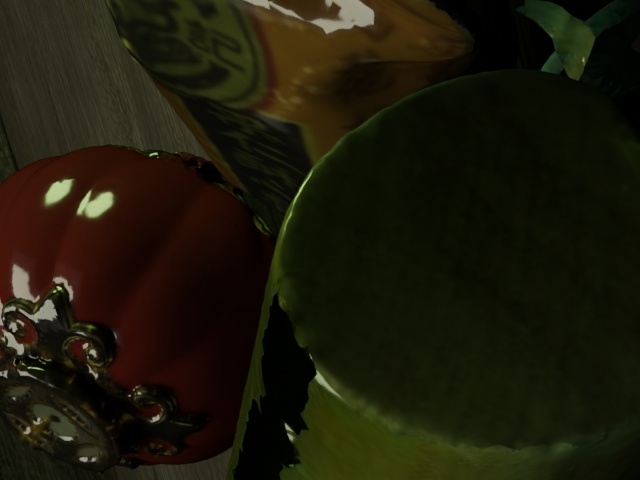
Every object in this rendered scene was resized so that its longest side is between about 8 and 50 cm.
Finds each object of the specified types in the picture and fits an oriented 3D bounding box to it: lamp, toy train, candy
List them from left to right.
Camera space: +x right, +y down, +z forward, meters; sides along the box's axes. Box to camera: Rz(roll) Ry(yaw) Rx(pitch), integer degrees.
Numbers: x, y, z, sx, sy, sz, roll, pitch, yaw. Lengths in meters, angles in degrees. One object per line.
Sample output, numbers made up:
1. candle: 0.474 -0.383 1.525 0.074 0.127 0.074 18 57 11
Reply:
1. lamp: -0.119 0.039 1.081 0.227 0.227 0.227 161 90 -76
2. candy: -0.002 -0.065 0.514 0.143 0.101 0.271 30 177 13
3. toy train: 0.045 0.044 0.462 0.307 0.189 0.126 104 151 -59
